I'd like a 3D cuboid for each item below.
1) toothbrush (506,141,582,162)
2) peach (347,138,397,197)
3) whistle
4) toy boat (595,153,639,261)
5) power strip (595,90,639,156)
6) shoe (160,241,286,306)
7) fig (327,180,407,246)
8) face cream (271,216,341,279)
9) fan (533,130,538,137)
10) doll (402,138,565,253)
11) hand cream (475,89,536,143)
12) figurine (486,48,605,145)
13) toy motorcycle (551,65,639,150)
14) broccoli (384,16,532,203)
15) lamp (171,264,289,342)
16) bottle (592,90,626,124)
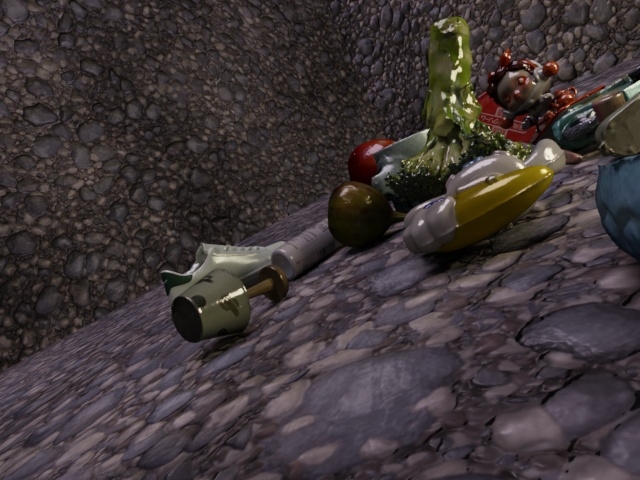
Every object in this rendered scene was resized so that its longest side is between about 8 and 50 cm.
[{"bbox_3d":[0.449,-0.202,0.979,0.037,0.028,0.375,-12,18,-1],"label":"toothbrush"},{"bbox_3d":[0.216,-0.243,1.543,0.243,0.199,0.243,12,-5,1],"label":"peach"},{"bbox_3d":[0.276,-0.198,1.185,0.188,0.168,0.405,-20,6,29],"label":"whistle"},{"bbox_3d":[0.315,-0.025,0.298,0.215,0.123,0.330,-13,2,24],"label":"toy boat"},{"bbox_3d":[0.549,-0.227,0.673,0.286,0.080,0.048,-41,-4,16],"label":"power strip"},{"bbox_3d":[-0.237,0.060,1.155,0.363,0.160,0.132,-32,12,-30],"label":"shoe"},{"bbox_3d":[0.136,-0.056,0.962,0.245,0.149,0.149,3,17,16],"label":"fig"},{"bbox_3d":[0.000,0.000,1.079,0.269,0.082,0.082,-33,11,-39],"label":"face cream"},{"bbox_3d":[0.558,-0.284,1.361,0.282,0.023,0.057,-22,8,36],"label":"fan"},{"bbox_3d":[0.235,-0.061,0.649,0.252,0.111,0.237,-33,-4,26],"label":"doll"},{"bbox_3d":[0.508,-0.340,1.266,0.193,0.193,0.125,-22,10,24],"label":"hand cream"},{"bbox_3d":[0.489,-0.349,1.049,0.160,0.226,0.183,-28,-20,-18],"label":"figurine"},{"bbox_3d":[0.575,-0.252,0.884,0.296,0.109,0.198,-29,-1,-9],"label":"toy motorcycle"},{"bbox_3d":[0.274,-0.235,0.841,0.252,0.361,0.221,15,3,42],"label":"broccoli"},{"bbox_3d":[-0.154,0.103,0.797,0.121,0.121,0.214,-19,2,41],"label":"lamp"},{"bbox_3d":[0.492,-0.195,0.741,0.045,0.096,0.045,-26,7,4],"label":"bottle"}]
